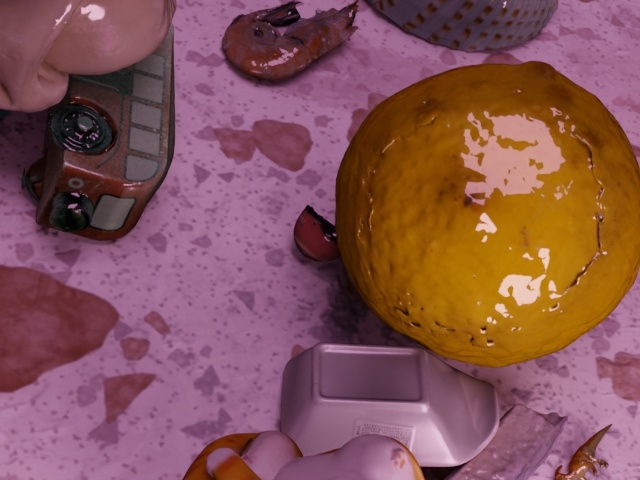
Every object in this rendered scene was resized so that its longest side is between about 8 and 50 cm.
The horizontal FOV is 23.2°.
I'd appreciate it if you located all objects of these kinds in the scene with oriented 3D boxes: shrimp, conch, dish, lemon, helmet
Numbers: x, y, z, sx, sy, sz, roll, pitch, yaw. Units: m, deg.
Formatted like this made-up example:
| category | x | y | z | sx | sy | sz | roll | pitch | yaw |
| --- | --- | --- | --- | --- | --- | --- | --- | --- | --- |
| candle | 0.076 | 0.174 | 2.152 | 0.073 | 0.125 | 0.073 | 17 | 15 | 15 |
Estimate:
| category | x | y | z | sx | sy | sz | roll | pitch | yaw |
| --- | --- | --- | --- | --- | --- | --- | --- | --- | --- |
| shrimp | -0.036 | -0.278 | 2.053 | 0.126 | 0.047 | 0.223 | 37 | 50 | 24 |
| conch | 0.207 | -0.426 | 2.155 | 0.319 | 0.215 | 0.303 | 18 | 59 | -5 |
| dish | 0.076 | 0.164 | 1.673 | 0.234 | 0.064 | 0.154 | 3 | 39 | -3 |
| lemon | 0.190 | -0.030 | 1.742 | 0.349 | 0.387 | 0.350 | -1 | 86 | 9 |
| helmet | 0.000 | 0.002 | 1.832 | 0.084 | 0.049 | 0.065 | 37 | 10 | -24 |

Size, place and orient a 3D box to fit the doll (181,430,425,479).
| category | x | y | z | sx | sy | sz | roll | pitch | yaw |
| --- | --- | --- | --- | --- | --- | --- | --- | --- | --- |
| doll | -0.021 | 0.260 | 1.492 | 0.269 | 0.162 | 0.166 | 10 | 32 | 28 |

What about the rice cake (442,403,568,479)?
| category | x | y | z | sx | sy | sz | roll | pitch | yaw |
| --- | --- | --- | --- | --- | --- | --- | --- | --- | --- |
| rice cake | 0.124 | 0.296 | 1.625 | 0.064 | 0.070 | 0.399 | 35 | 49 | 21 |

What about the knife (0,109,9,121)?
| category | x | y | z | sx | sy | sz | roll | pitch | yaw |
| --- | --- | --- | --- | --- | --- | --- | --- | --- | --- |
| knife | -0.380 | -0.145 | 1.841 | 0.014 | 0.005 | 0.091 | 30 | 48 | 3 |

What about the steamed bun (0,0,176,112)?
| category | x | y | z | sx | sy | sz | roll | pitch | yaw |
| --- | --- | --- | --- | --- | --- | --- | --- | --- | --- |
| steamed bun | -0.329 | -0.329 | 1.680 | 0.367 | 0.255 | 0.342 | 29 | 56 | 5 |

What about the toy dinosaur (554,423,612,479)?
| category | x | y | z | sx | sy | sz | roll | pitch | yaw |
| --- | --- | --- | --- | --- | --- | --- | --- | --- | --- |
| toy dinosaur | 0.307 | 0.245 | 1.759 | 0.041 | 0.026 | 0.113 | 34 | 56 | 31 |

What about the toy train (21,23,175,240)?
| category | x | y | z | sx | sy | sz | roll | pitch | yaw |
| --- | --- | --- | --- | --- | --- | --- | --- | --- | --- |
| toy train | -0.251 | -0.137 | 1.804 | 0.159 | 0.129 | 0.326 | 13 | 48 | -18 |
